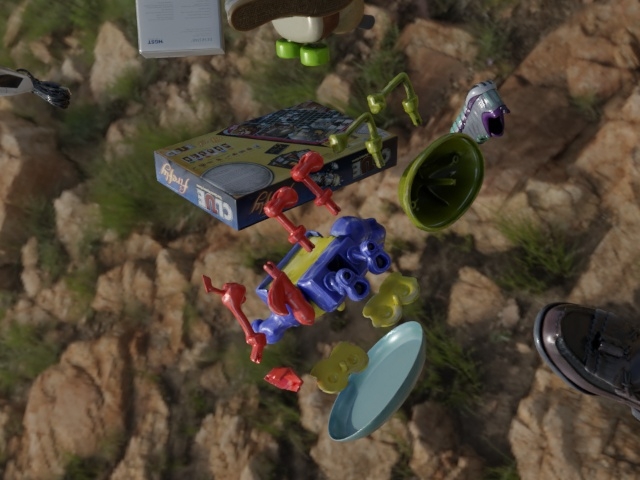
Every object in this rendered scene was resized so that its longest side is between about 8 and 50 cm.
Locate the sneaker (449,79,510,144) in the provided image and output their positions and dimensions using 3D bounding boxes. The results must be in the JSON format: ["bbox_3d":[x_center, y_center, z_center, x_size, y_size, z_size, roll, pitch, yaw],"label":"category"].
[{"bbox_3d":[0.334,-0.229,1.856,0.083,0.223,0.098,-23,64,-15],"label":"sneaker"}]

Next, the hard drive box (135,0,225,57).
[{"bbox_3d":[-0.305,-0.520,1.922,0.089,0.181,0.232,-122,29,-85],"label":"hard drive box"}]

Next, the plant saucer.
[{"bbox_3d":[0.133,0.317,1.957,0.317,0.044,0.317,-49,12,14],"label":"plant saucer"}]

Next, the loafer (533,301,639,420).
[{"bbox_3d":[0.392,0.156,1.082,0.095,0.303,0.109,-16,47,55],"label":"loafer"}]

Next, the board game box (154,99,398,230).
[{"bbox_3d":[-0.051,-0.098,1.062,0.165,0.243,0.042,30,132,41],"label":"board game box"}]

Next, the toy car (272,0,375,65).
[{"bbox_3d":[0.018,-0.417,1.592,0.149,0.188,0.155,30,133,47],"label":"toy car"}]

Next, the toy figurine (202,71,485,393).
[{"bbox_3d":[0.000,0.000,1.020,0.362,0.191,0.217,-51,14,-22],"label":"toy figurine"}]

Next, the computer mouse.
[{"bbox_3d":[-0.403,-0.197,1.110,0.106,0.193,0.042,25,99,19],"label":"computer mouse"}]

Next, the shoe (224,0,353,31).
[{"bbox_3d":[-0.047,-0.389,1.406,0.219,0.076,0.058,-16,43,-11],"label":"shoe"}]
